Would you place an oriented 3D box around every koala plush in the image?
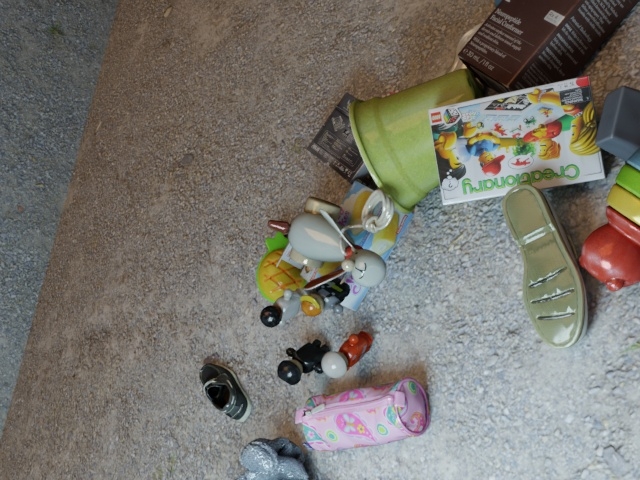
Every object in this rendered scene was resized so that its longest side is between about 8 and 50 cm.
[{"bbox_3d":[-0.065,0.540,1.676,0.221,0.203,0.196,39,108,30],"label":"koala plush"}]

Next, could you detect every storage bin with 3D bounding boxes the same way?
[{"bbox_3d":[0.552,-0.208,1.449,0.098,0.091,0.135,150,139,-73],"label":"storage bin"}]

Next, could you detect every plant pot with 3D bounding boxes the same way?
[{"bbox_3d":[0.239,-0.234,1.727,0.254,0.276,0.276,-26,49,22],"label":"plant pot"}]

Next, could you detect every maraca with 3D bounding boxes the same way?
[{"bbox_3d":[-0.094,0.068,2.009,0.099,0.127,0.185,128,151,-69],"label":"maraca"}]

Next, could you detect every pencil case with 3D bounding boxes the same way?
[{"bbox_3d":[0.083,0.356,1.635,0.284,0.124,0.124,-19,55,40],"label":"pencil case"}]

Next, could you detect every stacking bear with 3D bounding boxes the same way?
[{"bbox_3d":[0.548,-0.049,1.334,0.289,0.164,0.175,-57,38,14],"label":"stacking bear"}]

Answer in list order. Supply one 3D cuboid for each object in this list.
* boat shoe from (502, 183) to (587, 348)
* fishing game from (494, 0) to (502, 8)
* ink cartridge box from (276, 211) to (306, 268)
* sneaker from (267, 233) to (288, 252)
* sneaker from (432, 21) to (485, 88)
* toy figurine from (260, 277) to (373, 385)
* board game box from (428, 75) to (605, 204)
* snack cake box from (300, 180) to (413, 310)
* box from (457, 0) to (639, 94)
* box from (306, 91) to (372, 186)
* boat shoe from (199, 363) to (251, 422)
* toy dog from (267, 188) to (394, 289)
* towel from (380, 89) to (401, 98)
[{"bbox_3d":[0.420,0.045,1.454,0.113,0.103,0.302,-20,72,34],"label":"boat shoe"},{"bbox_3d":[0.467,-0.595,1.837,0.189,0.041,0.264,28,90,55],"label":"fishing game"},{"bbox_3d":[-0.040,-0.006,1.956,0.104,0.060,0.180,-59,5,40],"label":"ink cartridge box"},{"bbox_3d":[-0.103,0.051,2.075,0.085,0.058,0.152,-21,47,51],"label":"sneaker"},{"bbox_3d":[0.346,-0.381,1.821,0.232,0.090,0.115,-57,45,20],"label":"sneaker"},{"bbox_3d":[-0.018,0.199,1.753,0.213,0.148,0.209,-14,101,42],"label":"toy figurine"},{"bbox_3d":[0.371,-0.185,1.539,0.305,0.053,0.192,-10,89,20],"label":"board game box"},{"bbox_3d":[0.081,0.010,1.869,0.152,0.089,0.264,34,94,51],"label":"snack cake box"},{"bbox_3d":[0.485,-0.462,1.648,0.381,0.143,0.191,-50,41,9],"label":"box"},{"bbox_3d":[0.085,-0.248,1.999,0.183,0.056,0.231,-54,41,5],"label":"box"},{"bbox_3d":[-0.256,0.372,2.042,0.084,0.079,0.233,-60,37,5],"label":"boat shoe"},{"bbox_3d":[0.000,0.000,1.714,0.334,0.161,0.220,-7,76,61],"label":"toy dog"},{"bbox_3d":[0.130,-0.288,2.046,0.197,0.029,0.144,-21,54,36],"label":"towel"}]
